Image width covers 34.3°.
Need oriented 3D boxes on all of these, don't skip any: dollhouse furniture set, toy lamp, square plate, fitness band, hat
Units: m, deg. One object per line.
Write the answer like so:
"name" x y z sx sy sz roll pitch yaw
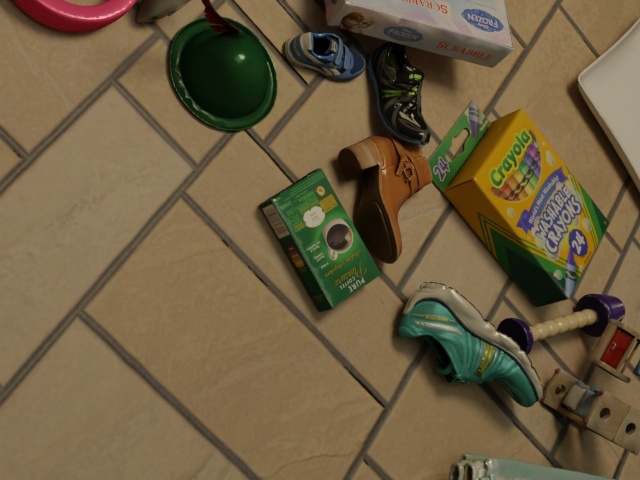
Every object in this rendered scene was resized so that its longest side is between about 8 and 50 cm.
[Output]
"dollhouse furniture set" 0.480 0.227 1.703 0.129 0.129 0.184 31 87 -26
"toy lamp" 0.415 0.141 1.758 0.274 0.080 0.080 -8 81 -36
"square plate" 0.664 -0.248 2.078 0.344 0.049 0.347 -41 102 -37
"fitness band" -0.345 -0.416 1.369 0.209 0.054 0.291 -20 88 -39
"hat" -0.097 -0.258 1.423 0.208 0.183 0.173 -23 91 -39

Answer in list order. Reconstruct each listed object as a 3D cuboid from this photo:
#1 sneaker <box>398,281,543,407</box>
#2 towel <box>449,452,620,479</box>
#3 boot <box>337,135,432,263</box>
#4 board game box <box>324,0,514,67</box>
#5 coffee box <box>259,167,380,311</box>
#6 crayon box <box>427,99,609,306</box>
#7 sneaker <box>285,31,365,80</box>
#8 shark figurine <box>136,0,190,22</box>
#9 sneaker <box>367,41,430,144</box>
"sneaker" 0.230 0.178 1.611 0.275 0.107 0.110 39 76 -16
"towel" 0.338 0.506 1.586 0.374 0.090 0.320 17 70 -32
"boot" 0.120 -0.072 1.604 0.152 0.073 0.197 -18 90 -43
"board game box" 0.149 -0.459 1.689 0.318 0.066 0.318 9 61 -26
"coffee box" 0.000 0.000 1.510 0.113 0.040 0.184 -36 98 -38
"crayon box" 0.339 -0.073 1.760 0.323 0.083 0.203 48 54 -15
"sneaker" 0.018 -0.285 1.597 0.144 0.059 0.053 7 70 -36
"shark figurine" -0.174 -0.441 1.418 0.116 0.166 0.278 38 57 -50
"sneaker" 0.129 -0.235 1.636 0.067 0.078 0.188 0 64 -37
